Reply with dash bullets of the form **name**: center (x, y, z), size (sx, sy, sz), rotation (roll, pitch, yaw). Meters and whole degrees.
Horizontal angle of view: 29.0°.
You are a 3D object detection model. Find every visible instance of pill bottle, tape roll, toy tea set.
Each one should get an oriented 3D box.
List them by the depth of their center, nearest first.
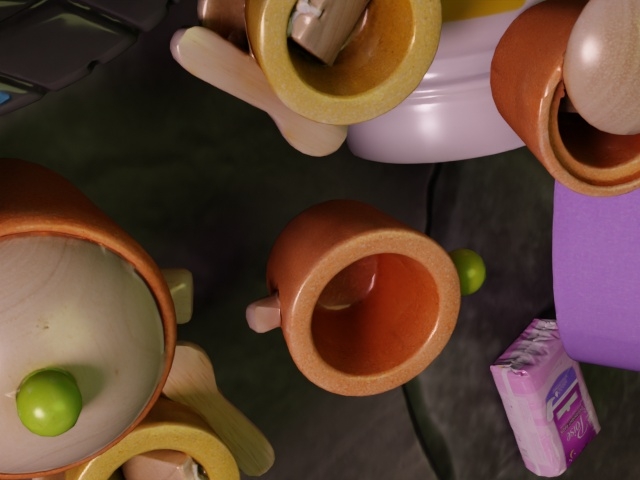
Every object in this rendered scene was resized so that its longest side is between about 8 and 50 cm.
- **toy tea set**: center (0.000, 0.000, 0.438), size (0.336, 0.124, 0.200), rotation (-41, 122, 0)
- **pill bottle**: center (0.047, -0.146, 0.540), size (0.119, 0.119, 0.209), rotation (-24, 114, -40)
- **tape roll**: center (0.197, -0.065, 0.651), size (0.275, 0.090, 0.275), rotation (9, 90, -68)

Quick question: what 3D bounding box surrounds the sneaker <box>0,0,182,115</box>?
- **sneaker**: center (-0.072, -0.169, 0.418), size (0.341, 0.139, 0.125), rotation (-45, 123, -7)

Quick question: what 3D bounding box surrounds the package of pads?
- **package of pads**: center (0.132, 0.092, 0.723), size (0.050, 0.032, 0.083), rotation (-40, 122, -30)
